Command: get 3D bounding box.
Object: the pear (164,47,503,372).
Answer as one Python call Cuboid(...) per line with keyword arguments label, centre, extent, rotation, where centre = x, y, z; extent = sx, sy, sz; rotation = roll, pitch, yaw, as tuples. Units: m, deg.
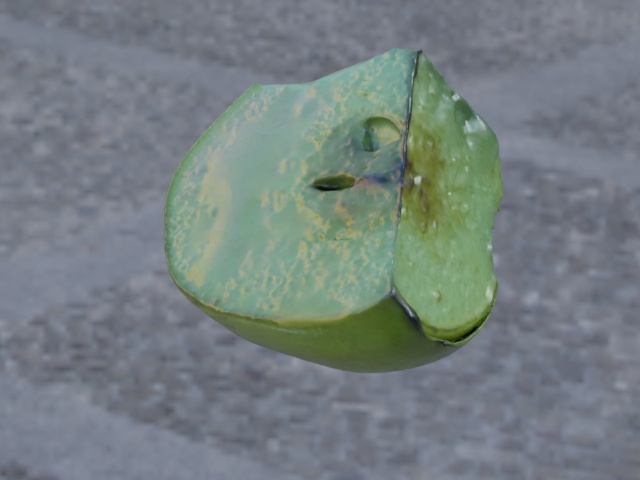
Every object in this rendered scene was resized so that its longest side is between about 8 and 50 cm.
Cuboid(label="pear", centre=(0.000, 0.000, 1.560), extent=(0.281, 0.176, 0.286), rotation=(-12, 53, 27))
